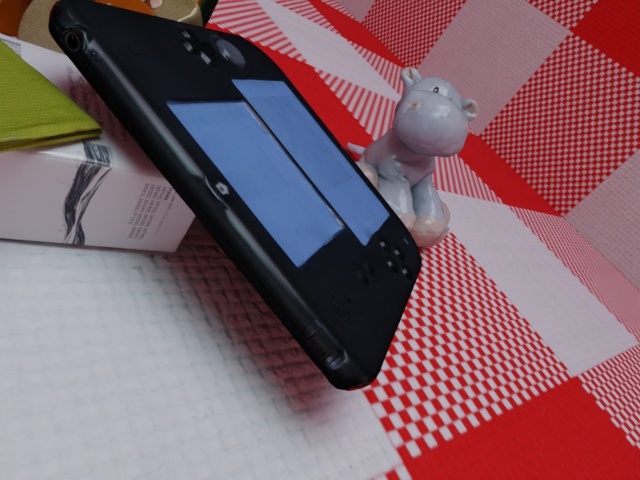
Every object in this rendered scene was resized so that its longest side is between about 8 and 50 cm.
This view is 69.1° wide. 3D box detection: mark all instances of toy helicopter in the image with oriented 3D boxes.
[{"bbox_3d":[-0.251,-0.330,0.586,0.235,0.140,0.354,19,70,2],"label":"toy helicopter"}]

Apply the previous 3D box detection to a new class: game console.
[{"bbox_3d":[-0.035,-0.075,0.500,0.386,0.060,0.342,51,21,-1],"label":"game console"}]

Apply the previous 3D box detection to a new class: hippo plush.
[{"bbox_3d":[0.181,-0.147,0.811,0.234,0.236,0.294,34,30,-6],"label":"hippo plush"}]

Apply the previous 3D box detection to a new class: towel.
[{"bbox_3d":[-0.280,-0.148,0.338,0.237,0.021,0.102,40,32,6],"label":"towel"}]

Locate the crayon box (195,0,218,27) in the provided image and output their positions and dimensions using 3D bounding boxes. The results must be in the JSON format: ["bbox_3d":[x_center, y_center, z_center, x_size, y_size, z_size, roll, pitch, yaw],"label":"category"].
[{"bbox_3d":[-0.354,-0.500,0.775,0.363,0.106,0.313,27,13,-18],"label":"crayon box"}]

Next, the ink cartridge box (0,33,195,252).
[{"bbox_3d":[-0.240,-0.089,0.417,0.237,0.100,0.172,8,41,-40],"label":"ink cartridge box"}]
